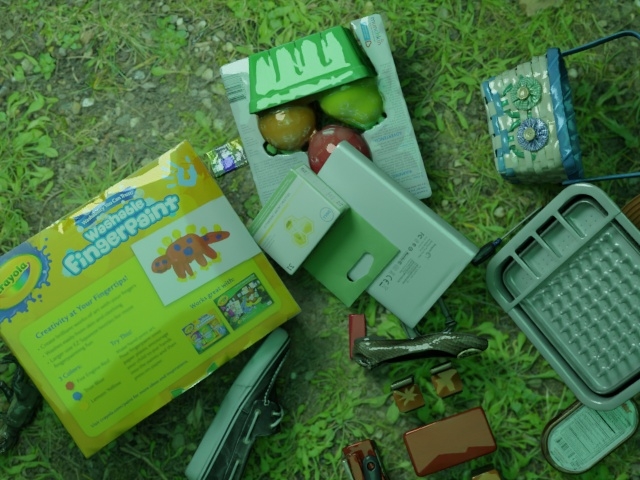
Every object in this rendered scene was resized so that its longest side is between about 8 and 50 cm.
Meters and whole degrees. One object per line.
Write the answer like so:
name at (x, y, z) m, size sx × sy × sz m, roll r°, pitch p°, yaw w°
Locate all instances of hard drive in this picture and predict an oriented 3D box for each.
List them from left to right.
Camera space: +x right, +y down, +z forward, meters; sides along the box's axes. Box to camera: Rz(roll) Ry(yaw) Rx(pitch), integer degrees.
hard drive at (0.105, -0.008, 1.523) m, size 0.307 × 0.040 × 0.203 m, roll 40°, pitch 122°, yaw 8°

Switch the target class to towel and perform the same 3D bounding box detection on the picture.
towel at (-0.182, -0.167, 1.679) m, size 0.083 × 0.009 × 0.060 m, roll -23°, pitch 80°, yaw 5°

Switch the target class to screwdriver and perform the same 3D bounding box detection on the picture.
screwdriver at (0.345, -0.013, 1.570) m, size 0.170 × 0.024 × 0.025 m, roll -43°, pitch 107°, yaw -1°

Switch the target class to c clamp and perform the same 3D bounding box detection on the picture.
c clamp at (0.204, 0.114, 1.574) m, size 0.137 × 0.022 × 0.160 m, roll -19°, pitch 81°, yaw 7°

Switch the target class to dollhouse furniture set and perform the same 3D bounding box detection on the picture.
dollhouse furniture set at (0.177, 0.373, 1.485) m, size 0.259 × 0.135 × 0.262 m, roll -22°, pitch 80°, yaw 5°

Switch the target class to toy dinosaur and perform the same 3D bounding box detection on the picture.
toy dinosaur at (-0.592, 0.293, 1.658) m, size 0.118 × 0.064 × 0.268 m, roll 36°, pitch 87°, yaw 5°

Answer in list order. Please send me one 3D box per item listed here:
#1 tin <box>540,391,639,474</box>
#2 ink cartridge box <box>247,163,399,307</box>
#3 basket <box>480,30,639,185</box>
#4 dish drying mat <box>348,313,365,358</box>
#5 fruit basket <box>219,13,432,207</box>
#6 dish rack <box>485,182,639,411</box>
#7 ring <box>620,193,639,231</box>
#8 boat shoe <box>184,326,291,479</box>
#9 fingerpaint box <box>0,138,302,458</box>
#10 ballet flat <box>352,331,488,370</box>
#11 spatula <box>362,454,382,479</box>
tin at (0.479, 0.337, 1.495) m, size 0.190 × 0.040 × 0.106 m, roll -40°, pitch 83°, yaw 2°
ink cartridge box at (0.000, 0.000, 1.524) m, size 0.235 × 0.056 × 0.171 m, roll 43°, pitch 122°, yaw 7°
basket at (0.444, -0.213, 1.489) m, size 0.289 × 0.201 × 0.254 m, roll -12°, pitch 80°, yaw 17°
dish drying mat at (0.070, 0.181, 1.593) m, size 0.032 × 0.008 × 0.083 m, roll -2°, pitch 83°, yaw 8°
fruit basket at (0.010, -0.210, 1.601) m, size 0.327 × 0.165 × 0.353 m, roll -16°, pitch 101°, yaw 14°
dish rack at (0.474, 0.095, 1.448) m, size 0.333 × 0.072 × 0.285 m, roll 53°, pitch 126°, yaw 19°
ring at (0.609, 0.066, 1.410) m, size 0.336 × 0.032 × 0.336 m, roll 2°, pitch 93°, yaw 48°
boat shoe at (-0.124, 0.321, 1.563) m, size 0.119 × 0.121 × 0.335 m, roll 29°, pitch 98°, yaw 3°
fingerpaint box at (-0.324, 0.097, 1.508) m, size 0.445 × 0.163 × 0.371 m, roll -35°, pitch 94°, yaw -10°
ballet flat at (0.177, 0.203, 1.521) m, size 0.250 × 0.084 × 0.058 m, roll -4°, pitch 63°, yaw 16°
spatula at (0.107, 0.506, 1.411) m, size 0.084 × 0.030 × 0.296 m, roll -9°, pitch 91°, yaw 4°
